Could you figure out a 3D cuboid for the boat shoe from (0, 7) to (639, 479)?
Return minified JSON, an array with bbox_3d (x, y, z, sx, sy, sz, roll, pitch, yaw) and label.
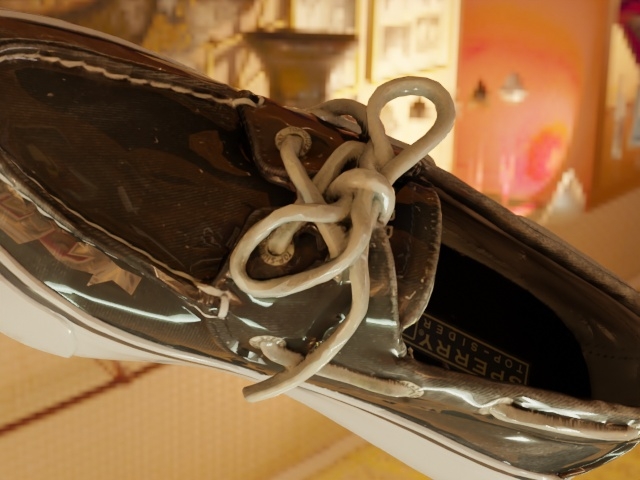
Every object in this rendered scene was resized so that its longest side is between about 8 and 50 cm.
[{"bbox_3d":[-0.001,0.004,0.490,0.306,0.113,0.105,32,146,-25],"label":"boat shoe"}]
